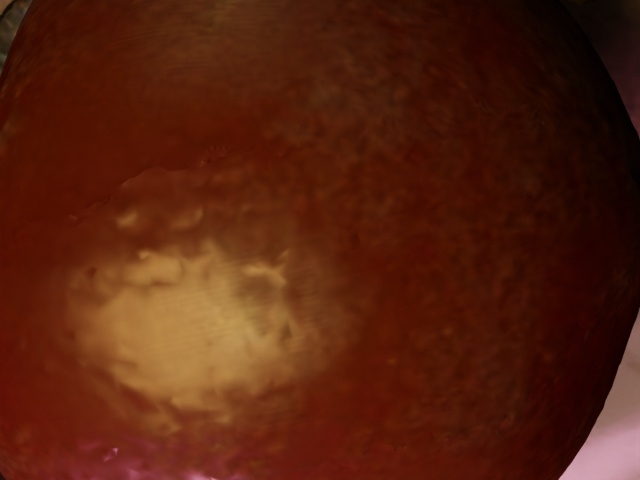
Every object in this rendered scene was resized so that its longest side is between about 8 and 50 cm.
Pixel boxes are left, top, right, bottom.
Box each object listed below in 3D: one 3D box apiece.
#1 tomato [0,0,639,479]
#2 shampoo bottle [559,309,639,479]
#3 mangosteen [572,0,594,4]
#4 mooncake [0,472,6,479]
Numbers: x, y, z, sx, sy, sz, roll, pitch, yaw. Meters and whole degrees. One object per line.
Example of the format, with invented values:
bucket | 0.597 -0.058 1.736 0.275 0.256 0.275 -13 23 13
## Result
tomato | 0.000 0.000 0.527 0.264 0.265 0.265 16 127 22
shampoo bottle | 0.163 0.054 0.603 0.108 0.051 0.221 51 132 -4
mangosteen | 0.195 -0.037 0.402 0.289 0.231 0.231 38 132 0
mooncake | -0.299 0.057 0.797 0.324 0.187 0.324 17 127 24
